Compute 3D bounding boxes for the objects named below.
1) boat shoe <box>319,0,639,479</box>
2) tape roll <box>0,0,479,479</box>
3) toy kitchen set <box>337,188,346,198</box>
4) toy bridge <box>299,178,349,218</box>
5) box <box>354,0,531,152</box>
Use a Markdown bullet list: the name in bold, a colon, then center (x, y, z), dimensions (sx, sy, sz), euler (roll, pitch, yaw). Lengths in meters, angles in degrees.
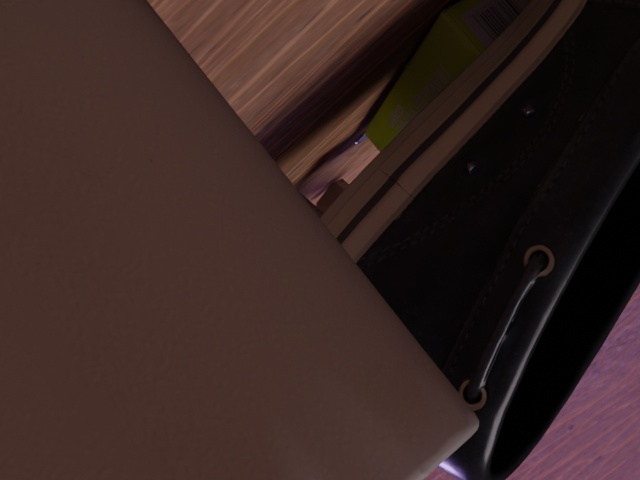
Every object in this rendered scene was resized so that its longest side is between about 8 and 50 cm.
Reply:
- **boat shoe**: center (0.186, -0.081, 0.932), dimensions (0.500, 0.156, 0.187), euler (-48, 155, 0)
- **tape roll**: center (-0.103, 0.059, 0.493), dimensions (0.246, 0.169, 0.246), euler (-38, 174, -4)
- **toy kitchen set**: center (0.095, -0.017, 1.201), dimensions (0.207, 0.122, 0.166), euler (-43, 177, -29)
- **toy bridge**: center (0.000, 0.000, 1.140), dimensions (0.026, 0.063, 0.188), euler (-52, 169, 20)
- **box**: center (0.091, -0.101, 1.045), dimensions (0.109, 0.042, 0.178), euler (-35, 172, -23)
